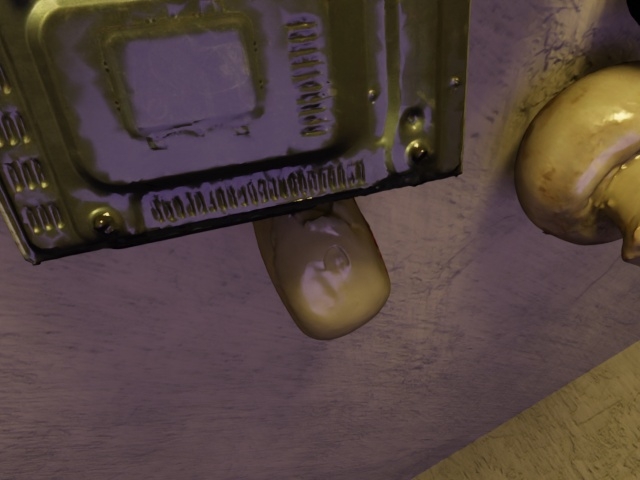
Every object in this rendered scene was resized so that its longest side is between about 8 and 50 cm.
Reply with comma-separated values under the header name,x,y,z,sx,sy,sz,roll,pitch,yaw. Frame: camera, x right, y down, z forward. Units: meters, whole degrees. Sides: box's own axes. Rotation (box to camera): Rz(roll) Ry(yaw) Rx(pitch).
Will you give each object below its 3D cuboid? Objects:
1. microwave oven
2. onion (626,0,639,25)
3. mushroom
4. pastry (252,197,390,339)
name,x,y,z,sx,sy,sz,roll,pitch,yaw
microwave oven,-0.076,-0.155,0.393,0.356,0.218,0.286,-12,118,-11
onion,0.480,-0.333,0.517,0.281,0.221,0.281,-6,165,-2
mushroom,0.451,-0.093,0.698,0.298,0.289,0.297,-12,138,-11
pastry,0.000,0.001,0.640,0.133,0.264,0.264,-25,140,7
